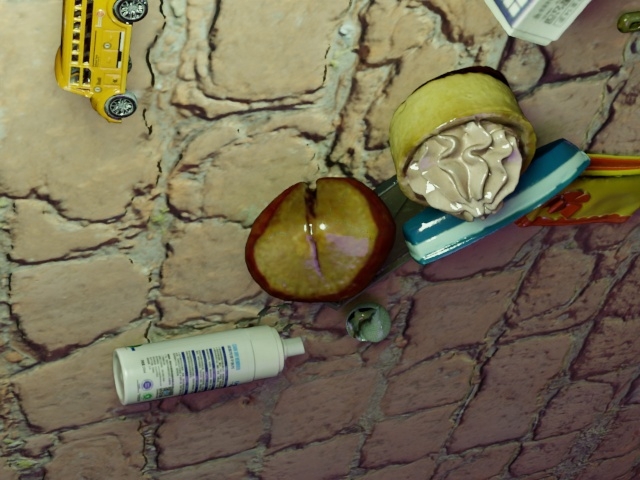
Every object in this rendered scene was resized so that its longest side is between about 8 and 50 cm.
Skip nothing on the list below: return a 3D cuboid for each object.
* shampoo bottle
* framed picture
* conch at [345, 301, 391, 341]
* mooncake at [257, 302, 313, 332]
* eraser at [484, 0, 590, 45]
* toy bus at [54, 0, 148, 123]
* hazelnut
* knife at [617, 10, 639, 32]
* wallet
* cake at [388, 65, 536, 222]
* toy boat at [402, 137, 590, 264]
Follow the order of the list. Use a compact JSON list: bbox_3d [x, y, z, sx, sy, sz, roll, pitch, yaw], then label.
[{"bbox_3d":[-0.170,0.189,1.747,0.303,0.092,0.092,-9,143,-21],"label":"shampoo bottle"},{"bbox_3d":[0.073,0.006,1.701,0.265,0.018,0.192,-35,144,18],"label":"framed picture"},{"bbox_3d":[0.080,0.130,1.840,0.076,0.056,0.085,-1,123,1],"label":"conch"},{"bbox_3d":[0.075,0.059,1.641,0.347,0.057,0.150,-17,154,-38],"label":"mooncake"},{"bbox_3d":[0.291,-0.362,1.234,0.081,0.124,0.279,7,135,-37],"label":"eraser"},{"bbox_3d":[-0.234,-0.217,1.168,0.088,0.083,0.194,0,137,-16],"label":"toy bus"},{"bbox_3d":[-0.001,-0.003,1.525,0.212,0.181,0.181,-13,125,6],"label":"hazelnut"},{"bbox_3d":[0.563,-0.325,1.527,0.343,0.027,0.061,-10,139,-19],"label":"knife"},{"bbox_3d":[0.426,-0.072,1.756,0.241,0.067,0.141,-2,143,-28],"label":"wallet"},{"bbox_3d":[0.204,-0.111,1.482,0.208,0.178,0.185,-18,145,-12],"label":"cake"},{"bbox_3d":[0.256,-0.063,1.606,0.299,0.096,0.061,-29,103,-4],"label":"toy boat"}]
